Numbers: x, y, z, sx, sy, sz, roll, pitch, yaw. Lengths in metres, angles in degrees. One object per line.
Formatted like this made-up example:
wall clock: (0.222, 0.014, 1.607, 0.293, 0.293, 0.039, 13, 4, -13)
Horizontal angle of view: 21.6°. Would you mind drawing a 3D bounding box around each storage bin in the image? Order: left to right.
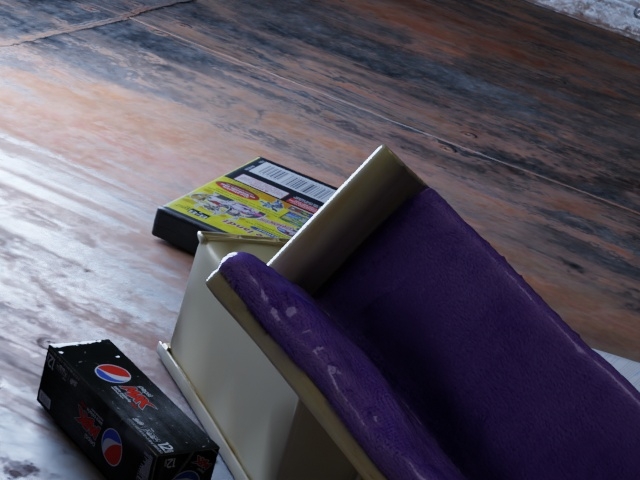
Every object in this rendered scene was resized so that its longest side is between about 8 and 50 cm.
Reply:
storage bin: (0.038, 0.110, 1.379, 0.260, 0.123, 0.262, 5, 23, -27)

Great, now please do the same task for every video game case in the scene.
video game case: (0.000, 0.000, 1.744, 0.274, 0.035, 0.248, 23, 22, 16)

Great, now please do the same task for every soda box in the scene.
soda box: (-0.148, 0.138, 1.270, 0.060, 0.053, 0.169, -2, 28, -39)

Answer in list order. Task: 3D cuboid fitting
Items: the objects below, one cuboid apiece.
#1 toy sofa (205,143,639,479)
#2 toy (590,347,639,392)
toy sofa: (0.098, 0.099, 1.058, 0.362, 0.150, 0.177, 49, 7, 38)
toy: (0.276, 0.154, 1.526, 0.237, 0.056, 0.137, 20, 25, 25)
